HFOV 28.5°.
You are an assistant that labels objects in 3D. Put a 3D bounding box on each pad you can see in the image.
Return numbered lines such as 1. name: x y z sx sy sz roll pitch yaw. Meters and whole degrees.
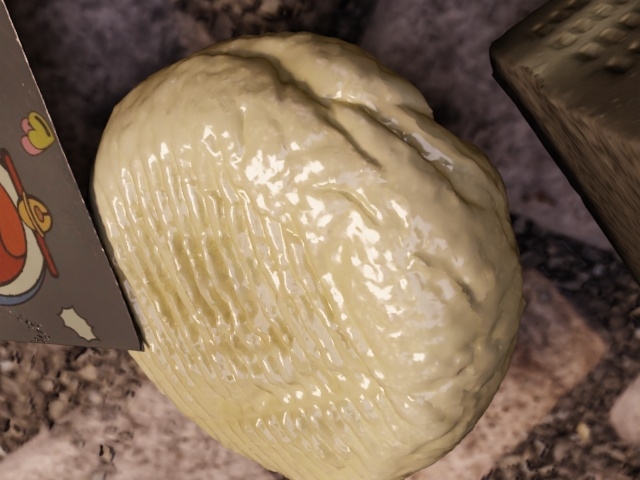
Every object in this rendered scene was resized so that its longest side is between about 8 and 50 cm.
1. pad: -0.183 -0.055 0.583 0.170 0.006 0.245 1 120 37

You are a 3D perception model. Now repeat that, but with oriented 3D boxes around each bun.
1. bun: 0.000 0.000 0.573 0.220 0.134 0.220 22 130 28

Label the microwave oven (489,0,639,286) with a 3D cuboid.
1. microwave oven: 0.295 0.051 0.461 0.236 0.374 0.432 -35 104 7
